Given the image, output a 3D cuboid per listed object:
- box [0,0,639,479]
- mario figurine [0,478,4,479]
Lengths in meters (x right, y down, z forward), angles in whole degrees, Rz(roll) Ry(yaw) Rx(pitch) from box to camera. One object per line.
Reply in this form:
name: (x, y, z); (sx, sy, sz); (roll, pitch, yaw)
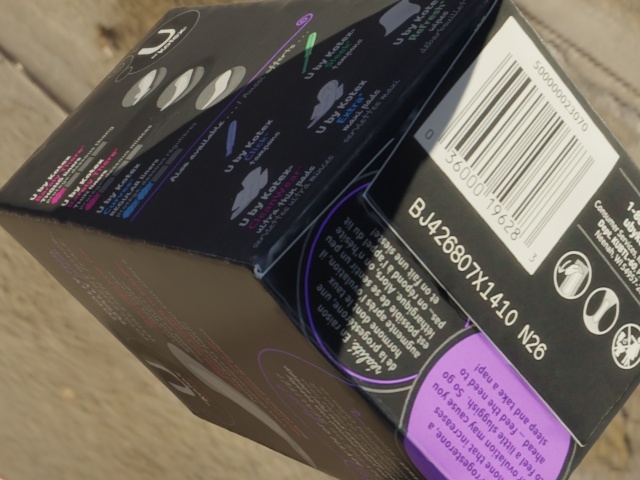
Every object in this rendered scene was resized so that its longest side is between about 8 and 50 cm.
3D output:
box: (0.000, 0.000, 0.668); (0.143, 0.165, 0.270); (-50, 27, -17)
mario figurine: (-0.269, 0.366, 1.582); (0.320, 0.170, 0.198); (20, 115, -16)
